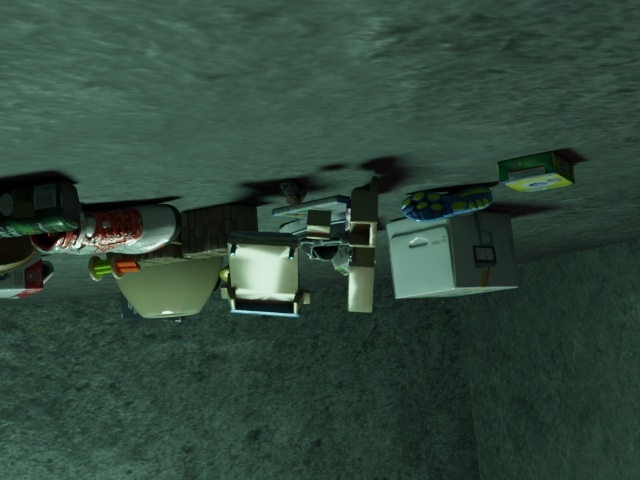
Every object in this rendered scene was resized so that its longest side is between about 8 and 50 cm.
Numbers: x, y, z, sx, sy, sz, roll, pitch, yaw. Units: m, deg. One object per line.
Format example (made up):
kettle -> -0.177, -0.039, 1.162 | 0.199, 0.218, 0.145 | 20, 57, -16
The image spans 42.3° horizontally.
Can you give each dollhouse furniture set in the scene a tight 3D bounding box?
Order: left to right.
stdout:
dollhouse furniture set -> -0.046, -0.019, 1.552 | 0.303, 0.198, 0.286 | 2, 138, 3

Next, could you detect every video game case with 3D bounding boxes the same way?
video game case -> -0.002, -0.067, 1.748 | 0.166, 0.015, 0.119 | -11, 172, 32

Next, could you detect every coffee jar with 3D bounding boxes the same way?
coffee jar -> -0.479, -0.047, 1.296 | 0.184, 0.079, 0.096 | -6, 173, 3

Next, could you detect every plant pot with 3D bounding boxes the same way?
plant pot -> -0.360, 0.083, 1.960 | 0.284, 0.191, 0.284 | -6, 173, -1

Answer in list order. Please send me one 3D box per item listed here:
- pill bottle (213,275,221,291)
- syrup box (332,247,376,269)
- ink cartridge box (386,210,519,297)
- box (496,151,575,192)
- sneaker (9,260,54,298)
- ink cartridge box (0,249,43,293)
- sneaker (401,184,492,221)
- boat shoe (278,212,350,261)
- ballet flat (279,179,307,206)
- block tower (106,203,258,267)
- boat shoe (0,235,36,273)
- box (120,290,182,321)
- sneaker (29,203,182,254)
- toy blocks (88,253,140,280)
pill bottle -> -0.396, 0.101, 2.332 | 0.219, 0.123, 0.123 | 0, 171, -41
syrup box -> 0.076, 0.023, 2.110 | 0.093, 0.096, 0.237 | -23, 170, 5
ink cartridge box -> 0.333, 0.037, 2.084 | 0.270, 0.197, 0.198 | 2, 169, -43
box -> 0.403, -0.122, 1.531 | 0.105, 0.043, 0.179 | -9, 173, 29
sneaker -> -0.762, 0.068, 1.961 | 0.131, 0.112, 0.319 | -24, 171, 12
ink cartridge box -> -0.677, 0.050, 1.694 | 0.176, 0.128, 0.127 | -1, 171, -37
sneaker -> 0.262, -0.070, 1.718 | 0.188, 0.067, 0.078 | -9, 166, 2
boat shoe -> 0.000, 0.000, 1.921 | 0.108, 0.102, 0.301 | 0, 171, -36
ballet flat -> -0.050, -0.082, 1.504 | 0.041, 0.041, 0.114 | -7, 173, 12
block tower -> -0.280, -0.007, 1.710 | 0.335, 0.097, 0.091 | -7, 173, 22
boat shoe -> -0.651, 0.009, 1.473 | 0.307, 0.110, 0.104 | 0, 172, -37
box -> -0.437, 0.122, 2.168 | 0.158, 0.156, 0.093 | 3, -154, 1
sneaker -> -0.402, -0.019, 1.525 | 0.270, 0.090, 0.145 | -6, 176, 22
toy blocks -> -0.399, 0.016, 1.671 | 0.148, 0.123, 0.054 | -7, -171, 17
